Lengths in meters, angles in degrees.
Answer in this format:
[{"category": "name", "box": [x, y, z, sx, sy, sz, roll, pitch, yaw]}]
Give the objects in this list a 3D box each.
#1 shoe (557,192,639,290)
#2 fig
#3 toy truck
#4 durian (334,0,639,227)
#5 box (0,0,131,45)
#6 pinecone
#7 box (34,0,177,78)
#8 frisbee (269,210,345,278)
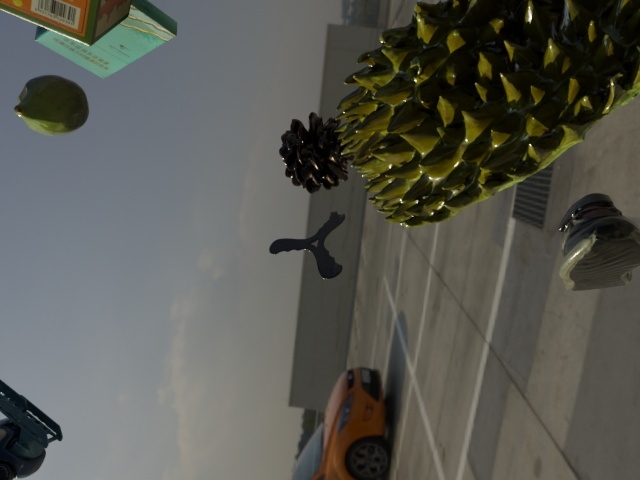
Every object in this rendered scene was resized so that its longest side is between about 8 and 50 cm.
[{"category": "shoe", "box": [0.343, -0.004, 0.705, 0.227, 0.099, 0.112, 39, -136, -62]}, {"category": "fig", "box": [-0.868, -0.413, 1.768, 0.275, 0.206, 0.206, -83, -1, -66]}, {"category": "toy truck", "box": [-0.373, 0.214, 0.648, 0.074, 0.136, 0.063, -55, -5, -2]}, {"category": "durian", "box": [0.167, -0.122, 0.467, 0.198, 0.394, 0.163, 1, -117, -50]}, {"category": "box", "box": [-0.402, -0.426, 0.858, 0.177, 0.195, 0.148, -83, 17, -54]}, {"category": "pinecone", "box": [0.001, -0.151, 0.946, 0.140, 0.121, 0.140, 18, -112, -56]}, {"category": "box", "box": [-0.420, -0.413, 1.103, 0.162, 0.229, 0.041, 24, -123, -52]}, {"category": "frisbee", "box": [0.000, 0.000, 1.344, 0.187, 0.211, 0.012, -47, -38, -21]}]
